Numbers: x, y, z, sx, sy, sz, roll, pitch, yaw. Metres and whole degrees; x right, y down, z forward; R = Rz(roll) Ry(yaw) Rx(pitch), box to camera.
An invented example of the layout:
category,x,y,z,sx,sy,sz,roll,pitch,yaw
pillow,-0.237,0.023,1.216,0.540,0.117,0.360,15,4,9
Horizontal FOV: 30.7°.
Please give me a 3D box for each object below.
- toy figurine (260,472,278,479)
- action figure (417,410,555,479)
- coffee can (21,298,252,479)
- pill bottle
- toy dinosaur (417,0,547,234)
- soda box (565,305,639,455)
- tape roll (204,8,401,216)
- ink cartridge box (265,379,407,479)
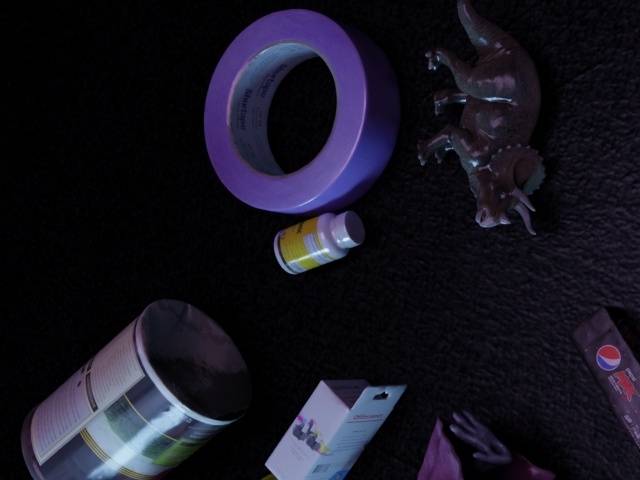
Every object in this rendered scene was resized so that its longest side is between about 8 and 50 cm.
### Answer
category,x,y,z,sx,sy,sz,roll,pitch,yaw
toy figurine,-0.177,0.458,1.560,0.362,0.217,0.191,-35,66,28
action figure,0.147,0.390,1.398,0.276,0.248,0.370,23,118,-7
coffee can,-0.261,0.241,1.650,0.275,0.201,0.201,-41,64,26
pill bottle,0.000,0.000,1.571,0.116,0.065,0.065,-20,74,32
toy dinosaur,0.210,-0.161,1.427,0.160,0.121,0.313,4,83,24
soda box,0.350,0.158,1.312,0.060,0.053,0.169,-40,65,26
tape roll,-0.028,-0.172,1.594,0.275,0.090,0.274,-5,82,35
ink cartridge box,0.021,0.239,1.508,0.061,0.104,0.181,43,109,30
